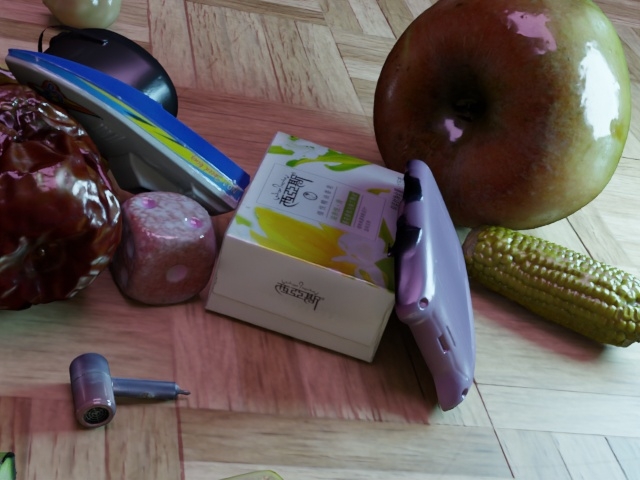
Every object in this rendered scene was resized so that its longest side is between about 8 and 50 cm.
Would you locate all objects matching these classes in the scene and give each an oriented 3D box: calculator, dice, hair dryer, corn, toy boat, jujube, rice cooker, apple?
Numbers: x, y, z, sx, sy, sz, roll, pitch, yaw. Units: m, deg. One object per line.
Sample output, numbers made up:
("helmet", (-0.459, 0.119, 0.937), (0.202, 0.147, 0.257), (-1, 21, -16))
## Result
("calculator", (0.130, 0.033, 1.107), (0.043, 0.194, 0.294), (-16, 33, 18))
("dice", (-0.169, 0.008, 1.075), (0.094, 0.093, 0.091), (-4, 39, -32))
("hair dryer", (-0.174, 0.142, 0.934), (0.114, 0.037, 0.063), (8, 35, -28))
("corn", (0.294, 0.055, 1.227), (0.262, 0.097, 0.097), (24, 33, 15))
("toy boat", (-0.222, -0.117, 1.104), (0.295, 0.088, 0.129), (37, -23, -33))
("jujube", (-0.312, -0.043, 0.996), (0.213, 0.213, 0.232), (-9, 46, -35))
("rice cooker", (-0.281, -0.190, 1.275), (0.203, 0.142, 0.118), (24, 45, 16))
("apple", (0.245, -0.178, 1.341), (0.338, 0.338, 0.305), (33, 20, 22))

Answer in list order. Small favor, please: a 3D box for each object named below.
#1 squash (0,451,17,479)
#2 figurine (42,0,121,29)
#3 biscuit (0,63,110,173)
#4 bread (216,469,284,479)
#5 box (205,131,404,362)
("squash", (-0.329, 0.194, 0.735), (0.188, 0.095, 0.095), (8, 34, -6))
("figurine", (-0.373, -0.391, 1.582), (0.114, 0.108, 0.196), (18, 14, -19))
("biscuit", (-0.359, -0.142, 1.190), (0.247, 0.118, 0.029), (18, 9, -5))
("bread", (-0.073, 0.236, 0.818), (0.115, 0.056, 0.082), (-11, 42, -27))
("box", (0.000, 0.000, 1.154), (0.194, 0.111, 0.260), (18, 35, 0))
